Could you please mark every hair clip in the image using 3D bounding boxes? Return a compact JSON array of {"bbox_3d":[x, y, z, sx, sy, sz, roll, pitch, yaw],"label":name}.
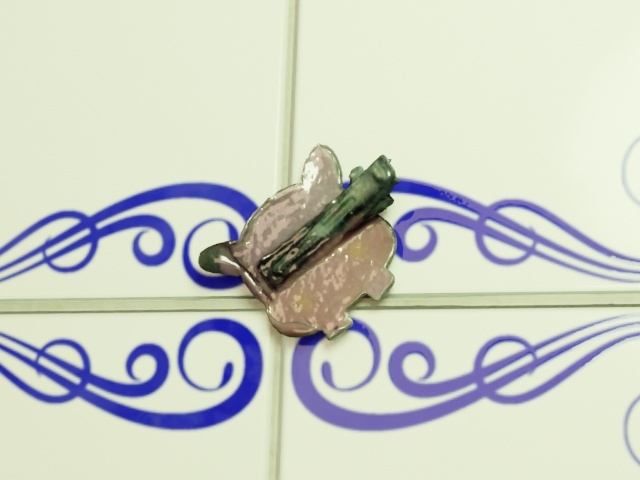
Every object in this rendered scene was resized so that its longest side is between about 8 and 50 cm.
[{"bbox_3d":[0.003,0.001,1.568,0.187,0.056,0.146,-46,72,9],"label":"hair clip"}]
